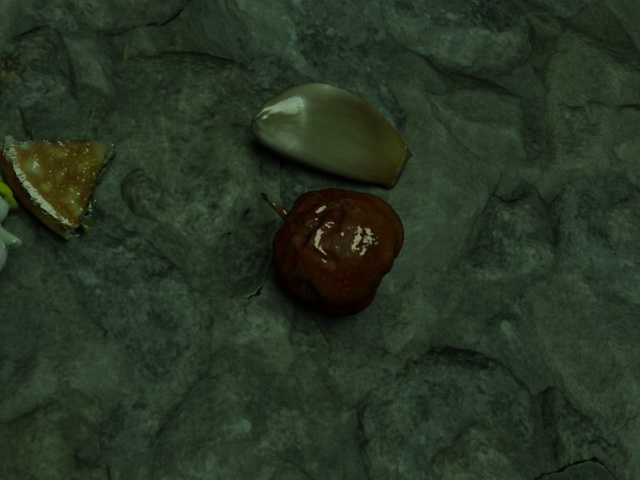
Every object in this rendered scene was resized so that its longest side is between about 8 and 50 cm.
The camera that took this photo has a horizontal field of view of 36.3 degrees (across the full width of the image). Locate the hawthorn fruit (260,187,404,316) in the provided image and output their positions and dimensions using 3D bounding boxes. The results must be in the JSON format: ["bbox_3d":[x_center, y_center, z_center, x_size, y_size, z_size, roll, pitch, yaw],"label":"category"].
[{"bbox_3d":[0.000,0.000,1.549,0.243,0.207,0.207,32,57,2],"label":"hawthorn fruit"}]

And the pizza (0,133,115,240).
[{"bbox_3d":[-0.388,-0.102,1.496,0.185,0.052,0.195,55,44,-6],"label":"pizza"}]

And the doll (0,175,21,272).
[{"bbox_3d":[-0.485,-0.009,1.398,0.129,0.081,0.207,-3,59,10],"label":"doll"}]

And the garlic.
[{"bbox_3d":[0.022,-0.185,1.693,0.318,0.112,0.143,18,83,-23],"label":"garlic"}]
